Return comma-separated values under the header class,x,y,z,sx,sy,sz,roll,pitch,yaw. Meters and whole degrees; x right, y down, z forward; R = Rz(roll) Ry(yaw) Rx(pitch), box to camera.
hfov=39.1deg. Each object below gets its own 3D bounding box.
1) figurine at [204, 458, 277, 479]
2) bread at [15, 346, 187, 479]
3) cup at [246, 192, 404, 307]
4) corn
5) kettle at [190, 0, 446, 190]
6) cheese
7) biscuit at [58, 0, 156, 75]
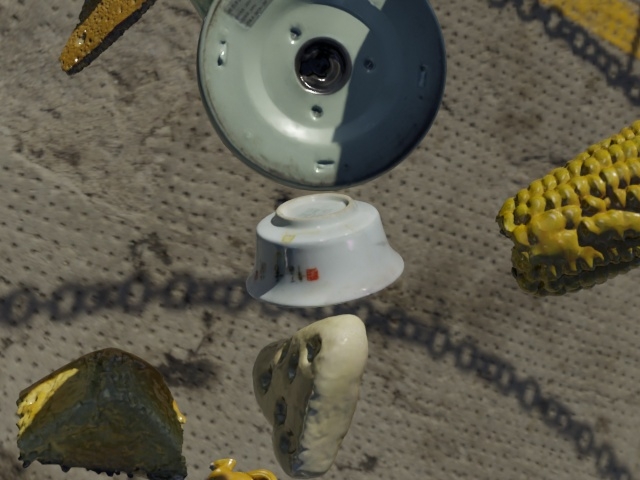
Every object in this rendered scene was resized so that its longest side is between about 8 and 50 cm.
class,x,y,z,sx,sy,sz,roll,pitch,yaw
figurine,-0.123,0.417,1.355,0.121,0.122,0.176,56,33,-32
bread,-0.324,0.255,1.374,0.262,0.204,0.162,12,107,-21
cup,0.000,0.000,1.932,0.347,0.347,0.163,-17,112,-24
corn,0.312,-0.059,0.708,0.363,0.120,0.120,-26,106,3
kettle,-0.040,-0.213,1.037,0.247,0.342,0.319,-42,99,-1
cheese,-0.018,0.249,1.812,0.130,0.351,0.328,12,119,-22
biscuit,-0.346,-0.380,1.479,0.237,0.131,0.026,-39,142,13
